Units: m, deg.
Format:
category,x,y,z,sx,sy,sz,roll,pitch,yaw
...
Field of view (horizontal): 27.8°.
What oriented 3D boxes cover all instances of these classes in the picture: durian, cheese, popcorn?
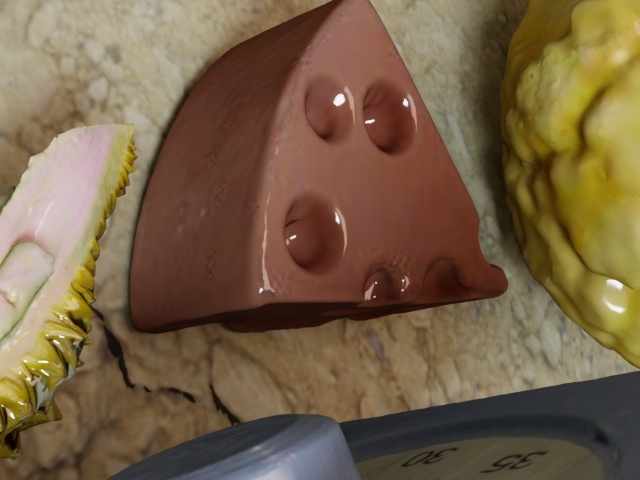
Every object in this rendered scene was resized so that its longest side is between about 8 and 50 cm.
category,x,y,z,sx,sy,sz,roll,pitch,yaw
durian,-0.131,0.034,0.577,0.078,0.140,0.224,29,65,13
cheese,-0.020,-0.004,0.725,0.177,0.128,0.203,-41,111,-41
popcorn,0.291,-0.073,0.911,0.354,0.344,0.390,-40,140,-2

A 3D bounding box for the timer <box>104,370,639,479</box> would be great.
category,x,y,z,sx,sy,sz,roll,pitch,yaw
timer,-0.025,0.165,0.492,0.395,0.395,0.173,-21,94,-45
